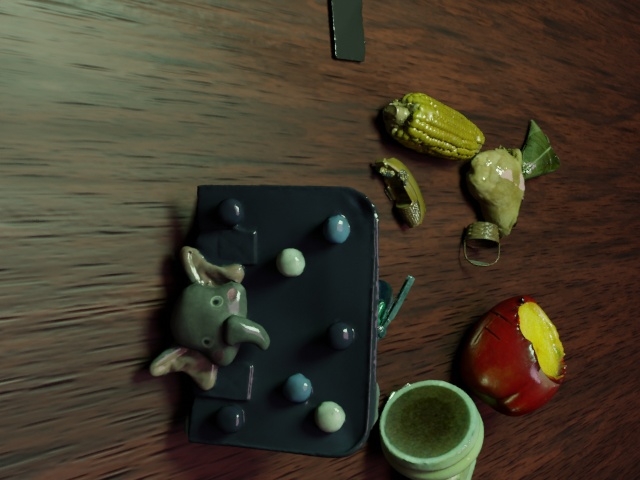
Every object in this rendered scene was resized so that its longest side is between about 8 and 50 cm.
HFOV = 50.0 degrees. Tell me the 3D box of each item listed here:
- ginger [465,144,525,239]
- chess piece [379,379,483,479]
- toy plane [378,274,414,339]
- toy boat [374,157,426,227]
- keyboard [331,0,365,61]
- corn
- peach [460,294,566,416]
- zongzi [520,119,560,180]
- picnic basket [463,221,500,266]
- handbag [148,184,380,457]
[{"bbox_3d":[0.337,-0.089,1.360,0.123,0.115,0.193,-5,101,-25],"label":"ginger"},{"bbox_3d":[0.211,0.395,1.190,0.176,0.176,0.298,-49,136,-35],"label":"chess piece"},{"bbox_3d":[0.061,0.148,1.061,0.060,0.096,0.235,34,83,-38],"label":"toy plane"},{"bbox_3d":[0.138,-0.085,1.172,0.049,0.047,0.149,-55,127,-31],"label":"toy boat"},{"bbox_3d":[0.038,-0.387,1.099,0.074,0.015,0.196,-10,96,-42],"label":"keyboard"},{"bbox_3d":[0.203,-0.194,1.210,0.262,0.097,0.097,12,81,-46],"label":"corn"},{"bbox_3d":[0.374,0.211,1.300,0.226,0.190,0.196,-53,162,-12],"label":"peach"},{"bbox_3d":[0.442,-0.196,1.505,0.154,0.062,0.130,-17,81,-29],"label":"zongzi"},{"bbox_3d":[0.313,0.011,1.339,0.072,0.072,0.083,26,62,-43],"label":"picnic basket"},{"bbox_3d":[-0.064,0.095,0.841,0.118,0.269,0.325,10,80,-81],"label":"handbag"}]
